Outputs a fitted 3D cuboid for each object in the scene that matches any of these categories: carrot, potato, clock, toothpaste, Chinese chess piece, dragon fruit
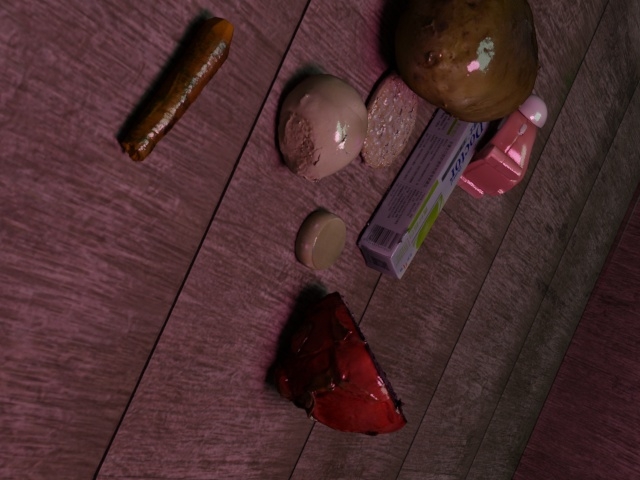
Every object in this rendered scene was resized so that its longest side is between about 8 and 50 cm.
[{"bbox_3d":[-0.142,-0.151,0.932,0.170,0.042,0.042,-57,150,-16],"label":"carrot"},{"bbox_3d":[0.211,-0.269,1.309,0.307,0.173,0.210,25,69,-63],"label":"potato"},{"bbox_3d":[0.310,-0.162,1.578,0.162,0.093,0.166,-61,-167,-23],"label":"clock"},{"bbox_3d":[0.173,-0.103,1.479,0.336,0.067,0.081,-58,153,-17],"label":"toothpaste"},{"bbox_3d":[0.000,0.000,1.288,0.084,0.034,0.084,-35,137,-42],"label":"Chinese chess piece"},{"bbox_3d":[0.015,0.197,1.331,0.148,0.224,0.218,-29,105,-1],"label":"dragon fruit"}]

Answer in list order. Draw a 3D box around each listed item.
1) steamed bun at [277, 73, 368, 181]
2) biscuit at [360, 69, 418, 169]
[{"bbox_3d":[0.011,-0.138,1.147,0.112,0.091,0.129,-36,138,-46],"label":"steamed bun"},{"bbox_3d":[0.100,-0.174,1.349,0.152,0.020,0.152,-40,143,-40],"label":"biscuit"}]
